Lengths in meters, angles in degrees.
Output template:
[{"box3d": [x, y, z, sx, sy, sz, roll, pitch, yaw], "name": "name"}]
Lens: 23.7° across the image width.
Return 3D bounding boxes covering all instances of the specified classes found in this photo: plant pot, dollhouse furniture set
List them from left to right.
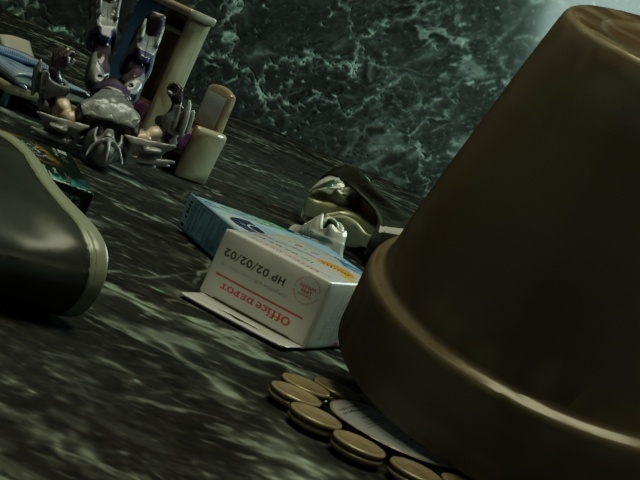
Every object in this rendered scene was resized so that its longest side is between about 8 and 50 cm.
[{"box3d": [-0.294, -0.241, 1.932, 0.303, 0.198, 0.286, 17, 9, -42], "name": "dollhouse furniture set"}, {"box3d": [0.207, -0.001, 1.068, 0.323, 0.280, 0.323, 17, 20, -6], "name": "plant pot"}]

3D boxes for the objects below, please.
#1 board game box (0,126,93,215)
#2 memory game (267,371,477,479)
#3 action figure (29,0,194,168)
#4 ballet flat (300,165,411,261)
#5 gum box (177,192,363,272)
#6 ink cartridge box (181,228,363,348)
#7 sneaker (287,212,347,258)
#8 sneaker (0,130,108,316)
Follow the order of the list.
[{"box3d": [-0.282, -0.074, 1.409, 0.126, 0.026, 0.186, 21, 8, -19], "name": "board game box"}, {"box3d": [0.050, 0.133, 1.019, 0.186, 0.012, 0.186, 24, 7, -3], "name": "memory game"}, {"box3d": [-0.240, -0.180, 1.758, 0.185, 0.099, 0.285, 23, 38, -20], "name": "action figure"}, {"box3d": [0.038, -0.037, 1.974, 0.096, 0.095, 0.280, 6, 15, -28], "name": "ballet flat"}, {"box3d": [-0.035, 0.020, 1.473, 0.157, 0.041, 0.184, 20, 9, -31], "name": "gum box"}, {"box3d": [-0.026, 0.040, 1.263, 0.104, 0.061, 0.181, 26, 8, 20], "name": "ink cartridge box"}, {"box3d": [0.000, 0.000, 1.671, 0.054, 0.061, 0.152, 20, 6, -19], "name": "sneaker"}, {"box3d": [-0.239, -0.030, 0.982, 0.118, 0.083, 0.222, 16, 12, -48], "name": "sneaker"}]
